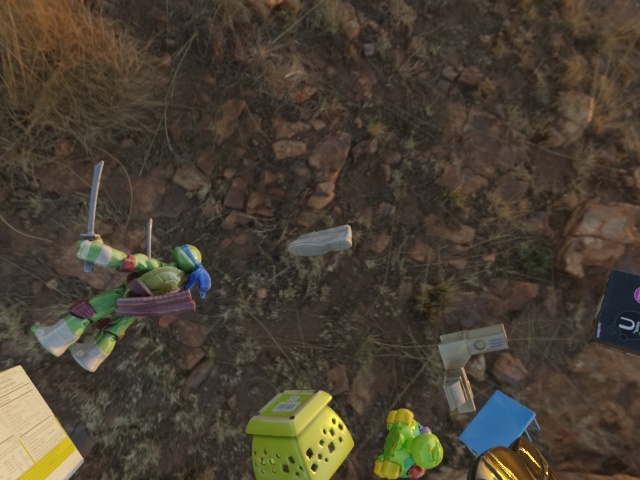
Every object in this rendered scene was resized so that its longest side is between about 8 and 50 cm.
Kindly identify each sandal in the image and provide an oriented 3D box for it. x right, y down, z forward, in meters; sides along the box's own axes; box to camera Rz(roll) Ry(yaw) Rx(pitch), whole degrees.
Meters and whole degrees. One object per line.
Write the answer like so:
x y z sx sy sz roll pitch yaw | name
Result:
0.189 0.249 0.483 0.060 0.219 0.090 -43 64 17 | sandal

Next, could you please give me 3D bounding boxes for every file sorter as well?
0.479 0.514 1.280 0.170 0.118 0.104 -45 125 -14 | file sorter

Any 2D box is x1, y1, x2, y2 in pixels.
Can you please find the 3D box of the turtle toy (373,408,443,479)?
0.125 0.290 0.673 0.066 0.130 0.095 20 66 1 | turtle toy

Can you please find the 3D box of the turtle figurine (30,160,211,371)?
-0.355 0.068 0.833 0.275 0.198 0.266 45 75 -3 | turtle figurine

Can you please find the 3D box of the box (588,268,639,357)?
0.349 0.084 0.546 0.062 0.052 0.083 16 80 25 | box

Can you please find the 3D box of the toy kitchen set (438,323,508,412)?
0.176 0.149 0.535 0.075 0.068 0.083 -16 95 19 | toy kitchen set

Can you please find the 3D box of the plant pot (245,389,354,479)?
-0.070 0.570 1.414 0.227 0.228 0.207 -28 103 -53 | plant pot

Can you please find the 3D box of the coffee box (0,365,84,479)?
-0.859 0.556 1.147 0.338 0.338 0.334 -33 92 -4 | coffee box

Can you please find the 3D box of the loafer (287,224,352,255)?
0.000 0.000 0.866 0.045 0.125 0.039 47 43 -48 | loafer
